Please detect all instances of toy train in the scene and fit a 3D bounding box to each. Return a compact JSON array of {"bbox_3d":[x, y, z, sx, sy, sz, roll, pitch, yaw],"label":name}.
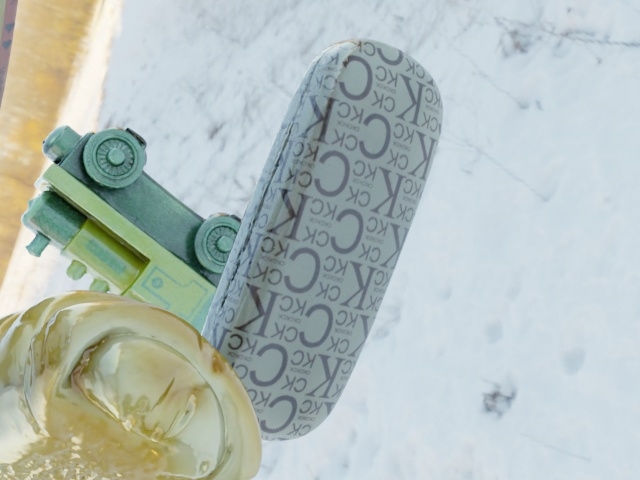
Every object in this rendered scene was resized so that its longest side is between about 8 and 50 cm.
[{"bbox_3d":[-0.270,0.006,1.269,0.237,0.369,0.150,-56,17,-18],"label":"toy train"}]

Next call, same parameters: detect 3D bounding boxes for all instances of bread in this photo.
[{"bbox_3d":[-0.196,0.133,0.617,0.311,0.173,0.121,-26,33,31],"label":"bread"}]

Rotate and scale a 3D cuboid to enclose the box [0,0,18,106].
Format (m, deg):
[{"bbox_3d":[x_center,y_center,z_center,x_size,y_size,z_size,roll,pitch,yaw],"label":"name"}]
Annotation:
[{"bbox_3d":[-0.383,-0.156,0.605,0.283,0.213,0.260,-42,-26,-57],"label":"box"}]

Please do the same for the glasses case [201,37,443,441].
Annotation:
[{"bbox_3d":[0.000,0.000,0.764,0.085,0.137,0.355,17,85,60],"label":"glasses case"}]
